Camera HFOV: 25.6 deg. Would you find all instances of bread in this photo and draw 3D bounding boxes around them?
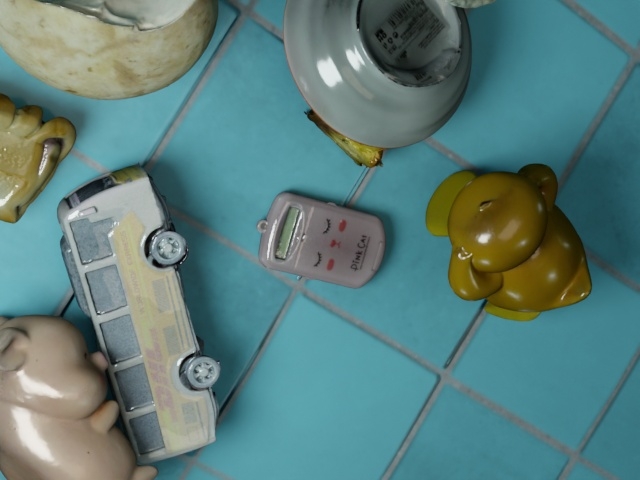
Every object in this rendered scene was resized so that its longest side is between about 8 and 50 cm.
[{"bbox_3d":[-0.390,-0.109,1.549,0.225,0.081,0.134,21,98,-26],"label":"bread"}]

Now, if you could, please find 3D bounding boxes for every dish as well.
[{"bbox_3d":[0.089,-0.243,1.669,0.260,0.085,0.260,4,82,-27],"label":"dish"}]

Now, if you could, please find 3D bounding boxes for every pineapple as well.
[{"bbox_3d":[0.039,-0.158,1.727,0.116,0.069,0.137,0,92,-16],"label":"pineapple"}]

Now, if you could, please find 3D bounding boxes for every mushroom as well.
[{"bbox_3d":[-0.238,-0.252,1.532,0.253,0.189,0.195,11,53,-3],"label":"mushroom"}]

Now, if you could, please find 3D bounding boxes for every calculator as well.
[{"bbox_3d":[0.000,0.000,1.755,0.175,0.032,0.100,14,96,-23],"label":"calculator"}]

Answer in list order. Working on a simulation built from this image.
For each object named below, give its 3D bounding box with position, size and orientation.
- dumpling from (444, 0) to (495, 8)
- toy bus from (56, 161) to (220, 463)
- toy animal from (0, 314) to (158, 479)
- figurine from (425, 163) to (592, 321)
[{"bbox_3d":[0.176,-0.368,1.676,0.179,0.131,0.252,54,40,-29],"label":"dumpling"},{"bbox_3d":[-0.208,0.087,1.658,0.138,0.097,0.342,-18,109,-11],"label":"toy bus"},{"bbox_3d":[-0.299,0.198,1.582,0.154,0.166,0.250,-28,100,-32],"label":"toy animal"},{"bbox_3d":[0.240,0.000,1.762,0.228,0.215,0.215,37,86,-26],"label":"figurine"}]
